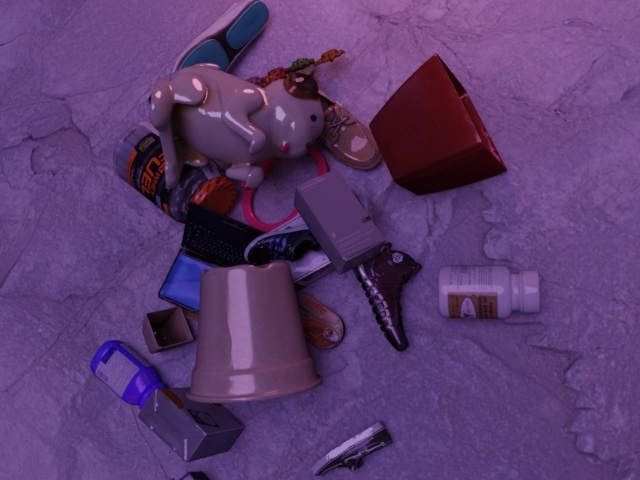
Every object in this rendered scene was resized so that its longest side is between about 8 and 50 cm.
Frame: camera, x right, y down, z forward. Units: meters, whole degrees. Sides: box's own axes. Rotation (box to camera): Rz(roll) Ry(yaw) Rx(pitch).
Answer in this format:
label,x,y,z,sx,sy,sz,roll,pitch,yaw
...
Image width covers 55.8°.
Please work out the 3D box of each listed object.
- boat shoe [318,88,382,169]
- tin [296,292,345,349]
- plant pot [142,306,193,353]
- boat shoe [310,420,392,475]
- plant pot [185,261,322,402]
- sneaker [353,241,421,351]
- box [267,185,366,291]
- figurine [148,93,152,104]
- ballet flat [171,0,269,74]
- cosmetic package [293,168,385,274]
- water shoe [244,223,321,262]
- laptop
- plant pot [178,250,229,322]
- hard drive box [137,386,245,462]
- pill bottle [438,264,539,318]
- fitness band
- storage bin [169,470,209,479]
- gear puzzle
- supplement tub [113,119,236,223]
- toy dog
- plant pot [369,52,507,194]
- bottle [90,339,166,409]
label,x,y,z,sx,sy,sz,roll,pitch,yaw
boat shoe,0.032,-0.322,1.690,0.341,0.110,0.121,42,93,21
tin,-0.018,0.217,1.629,0.190,0.040,0.106,34,94,21
plant pot,-0.444,0.264,1.710,0.096,0.109,0.109,-44,64,42
boat shoe,0.076,0.537,1.507,0.219,0.078,0.070,-35,69,6
plant pot,-0.174,0.213,1.495,0.334,0.334,0.305,-7,86,16
sneaker,0.202,0.130,1.547,0.163,0.106,0.281,-24,83,-6
box,0.000,0.000,1.642,0.290,0.087,0.169,-30,71,9
figurine,-0.391,-0.459,1.870,0.215,0.092,0.209,32,85,20
ballet flat,-0.317,-0.589,1.825,0.139,0.139,0.400,33,70,21
cosmetic package,0.043,-0.048,1.516,0.127,0.107,0.238,-27,71,-19
water shoe,-0.096,0.019,1.553,0.203,0.072,0.080,-21,49,-4
laptop,-0.291,0.069,1.630,0.234,0.136,0.264,23,129,1
plant pot,-0.319,0.121,1.746,0.237,0.032,0.236,-3,78,16
hard drive box,-0.328,0.469,1.566,0.181,0.232,0.089,35,89,20
pill bottle,0.407,0.124,1.464,0.230,0.131,0.131,-2,78,17
fitness band,-0.104,-0.151,1.730,0.209,0.054,0.290,41,93,18
storage bin,-0.350,0.655,1.593,0.091,0.135,0.098,-43,69,-8
gear puzzle,-0.092,-0.490,1.743,0.339,0.175,0.044,-17,115,13
supplement tub,-0.418,-0.186,1.750,0.338,0.207,0.207,35,90,21
toy dog,-0.195,-0.309,1.582,0.408,0.284,0.395,2,41,-2
plant pot,0.283,-0.258,1.531,0.236,0.267,0.267,-29,71,22
bottle,-0.524,0.401,1.716,0.283,0.092,0.118,32,93,21
